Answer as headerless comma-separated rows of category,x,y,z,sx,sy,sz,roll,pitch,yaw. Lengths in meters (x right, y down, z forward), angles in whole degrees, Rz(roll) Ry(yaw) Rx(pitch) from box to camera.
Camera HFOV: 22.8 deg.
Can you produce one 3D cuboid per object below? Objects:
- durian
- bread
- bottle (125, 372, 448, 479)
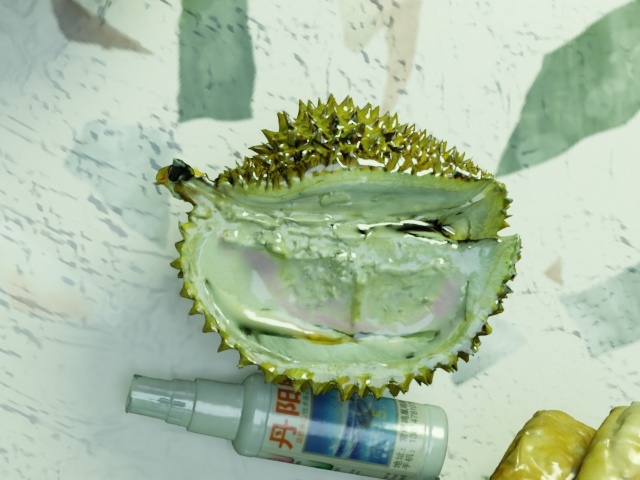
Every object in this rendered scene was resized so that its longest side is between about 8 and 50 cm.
durian,0.000,0.000,1.043,0.237,0.138,0.193,26,88,-13
bread,0.153,0.211,1.043,0.120,0.198,0.236,29,79,15
bottle,-0.023,0.124,1.078,0.217,0.060,0.060,10,88,-10
